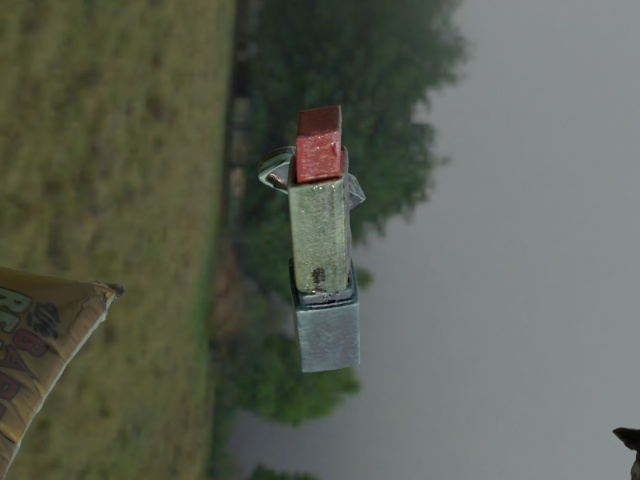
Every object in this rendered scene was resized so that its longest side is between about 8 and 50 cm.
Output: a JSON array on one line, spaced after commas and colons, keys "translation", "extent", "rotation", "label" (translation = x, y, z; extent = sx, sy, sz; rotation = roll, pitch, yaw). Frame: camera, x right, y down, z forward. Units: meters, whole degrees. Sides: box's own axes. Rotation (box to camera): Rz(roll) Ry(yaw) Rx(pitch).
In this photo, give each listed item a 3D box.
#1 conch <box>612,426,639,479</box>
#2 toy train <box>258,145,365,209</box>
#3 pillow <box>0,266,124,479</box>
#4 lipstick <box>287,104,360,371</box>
[{"translation": [0.425, 0.286, 1.566], "extent": [0.186, 0.241, 0.313], "rotation": [-42, -157, 54], "label": "conch"}, {"translation": [-0.011, -0.062, 1.529], "extent": [0.047, 0.043, 0.207], "rotation": [66, 16, 17], "label": "toy train"}, {"translation": [-0.380, 0.117, 1.399], "extent": [0.310, 0.313, 0.119], "rotation": [-66, 160, -54], "label": "pillow"}, {"translation": [0.000, 0.000, 1.076], "extent": [0.312, 0.051, 0.051], "rotation": [86, -2, -58], "label": "lipstick"}]
